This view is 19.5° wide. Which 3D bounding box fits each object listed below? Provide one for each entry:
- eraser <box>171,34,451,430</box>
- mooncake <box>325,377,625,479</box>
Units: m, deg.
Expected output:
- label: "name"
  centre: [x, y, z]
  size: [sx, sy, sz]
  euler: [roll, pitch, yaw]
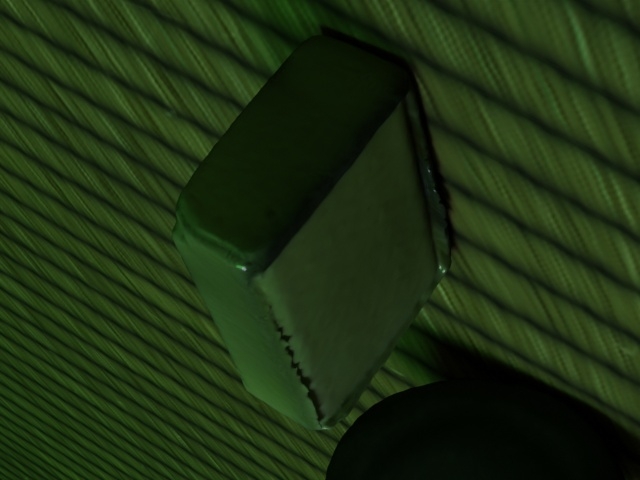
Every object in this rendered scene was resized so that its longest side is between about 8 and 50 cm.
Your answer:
- label: "eraser"
  centre: [0.000, 0.000, 0.841]
  size: [0.058, 0.117, 0.172]
  euler: [30, 161, 25]
- label: "mooncake"
  centre: [0.085, 0.163, 1.013]
  size: [0.175, 0.168, 0.104]
  euler: [42, 167, 27]
